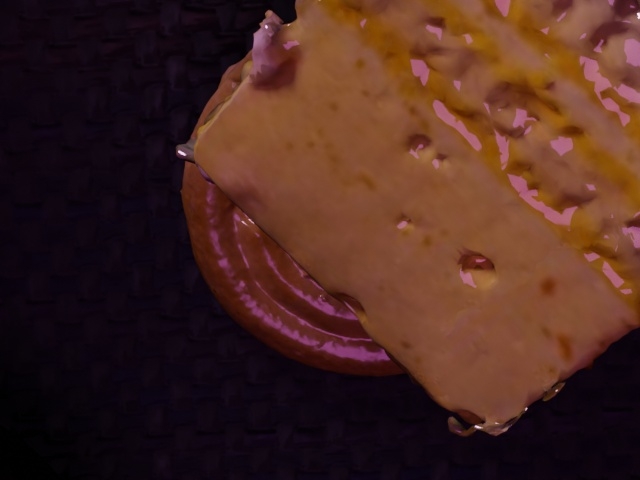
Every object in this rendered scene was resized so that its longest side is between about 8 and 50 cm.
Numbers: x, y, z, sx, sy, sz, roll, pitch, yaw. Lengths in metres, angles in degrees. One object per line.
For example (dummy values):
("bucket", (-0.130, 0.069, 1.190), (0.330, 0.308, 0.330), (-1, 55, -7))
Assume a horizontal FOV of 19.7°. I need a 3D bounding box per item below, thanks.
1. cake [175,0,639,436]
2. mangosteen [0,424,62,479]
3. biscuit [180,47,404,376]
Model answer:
("cake", (0.084, -0.052, 0.914), (0.227, 0.222, 0.286), (47, 120, -2))
("mangosteen", (-0.266, 0.224, 1.038), (0.297, 0.313, 0.297), (5, 76, -21))
("biscuit", (0.000, 0.000, 1.066), (0.144, 0.033, 0.224), (-36, 107, 13))
